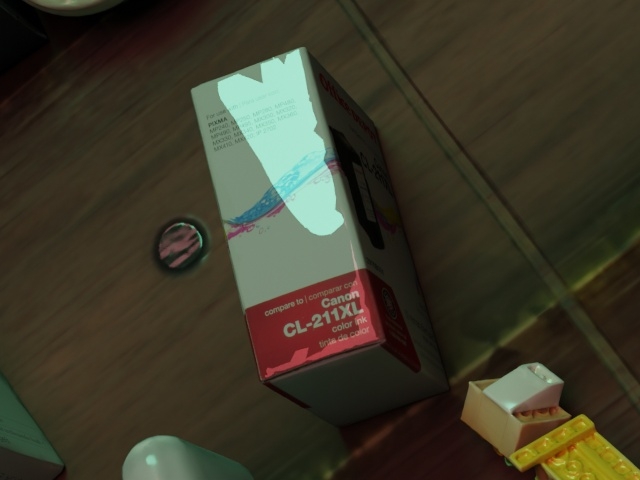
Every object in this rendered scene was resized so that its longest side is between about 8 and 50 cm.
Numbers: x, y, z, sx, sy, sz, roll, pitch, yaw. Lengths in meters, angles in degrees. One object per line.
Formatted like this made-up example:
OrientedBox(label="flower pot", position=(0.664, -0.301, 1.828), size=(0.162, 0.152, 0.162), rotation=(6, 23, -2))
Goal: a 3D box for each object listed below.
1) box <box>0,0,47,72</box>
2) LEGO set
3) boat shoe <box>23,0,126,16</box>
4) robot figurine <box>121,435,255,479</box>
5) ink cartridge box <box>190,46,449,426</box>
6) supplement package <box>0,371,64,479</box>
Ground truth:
OrientedBox(label="box", position=(-0.297, -0.181, 1.178), size=(0.153, 0.108, 0.207), rotation=(-32, 66, 10))
OrientedBox(label="LEGO set", position=(0.195, 0.155, 0.910), size=(0.287, 0.107, 0.132), rotation=(7, 42, 28))
OrientedBox(label="boat shoe", position=(-0.159, -0.385, 1.166), size=(0.187, 0.156, 0.500), rotation=(-10, 82, 13))
OrientedBox(label="robot figurine", position=(-0.039, 0.275, 0.888), size=(0.300, 0.200, 0.353), rotation=(-29, 66, 15))
OrientedBox(label="ink cartridge box", position=(0.000, 0.000, 0.995), size=(0.072, 0.127, 0.175), rotation=(-20, 68, 14))
OrientedBox(label="supplement package", position=(-0.256, 0.094, 1.082), size=(0.105, 0.105, 0.179), rotation=(-43, 65, 5))
